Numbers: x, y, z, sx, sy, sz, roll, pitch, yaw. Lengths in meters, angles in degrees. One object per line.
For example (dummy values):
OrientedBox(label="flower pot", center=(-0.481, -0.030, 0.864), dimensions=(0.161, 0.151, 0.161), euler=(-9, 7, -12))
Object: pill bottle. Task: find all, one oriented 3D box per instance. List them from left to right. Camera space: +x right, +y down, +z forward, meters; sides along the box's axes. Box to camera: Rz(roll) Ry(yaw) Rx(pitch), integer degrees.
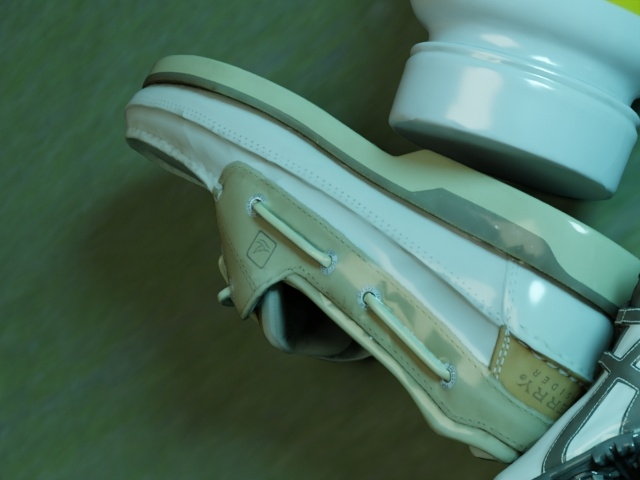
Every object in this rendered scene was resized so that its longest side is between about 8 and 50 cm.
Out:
OrientedBox(label="pill bottle", center=(0.107, -0.130, 0.743), dimensions=(0.119, 0.119, 0.209), euler=(15, 85, 47))

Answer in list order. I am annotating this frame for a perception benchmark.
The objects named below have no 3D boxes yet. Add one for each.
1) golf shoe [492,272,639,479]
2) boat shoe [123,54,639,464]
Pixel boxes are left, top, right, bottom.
OrientedBox(label="golf shoe", center=(0.139, 0.050, 0.679), dimensions=(0.198, 0.077, 0.094), euler=(-34, 46, 19))
OrientedBox(label="boat shoe", center=(0.000, 0.000, 0.799), dimensions=(0.302, 0.113, 0.103), euler=(26, 87, 46))
